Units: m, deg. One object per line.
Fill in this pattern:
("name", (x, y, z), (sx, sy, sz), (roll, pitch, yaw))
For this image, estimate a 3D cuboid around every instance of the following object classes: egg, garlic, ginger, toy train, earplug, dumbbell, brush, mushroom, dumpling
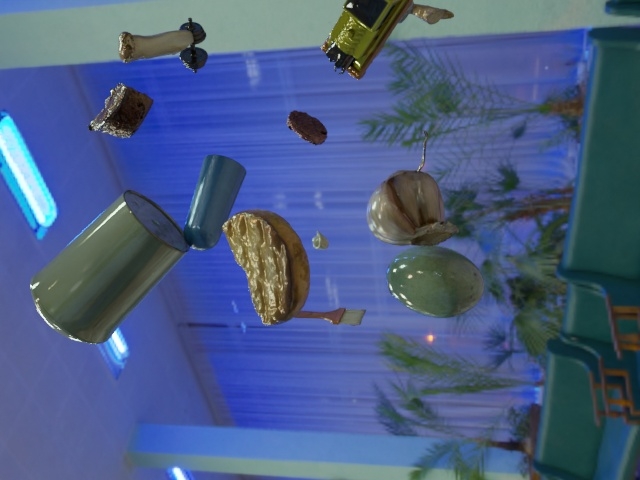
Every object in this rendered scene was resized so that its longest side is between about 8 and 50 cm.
("egg", (0.268, 0.096, 1.520), (0.169, 0.236, 0.169), (-28, -55, -49))
("garlic", (0.216, -0.085, 1.363), (0.257, 0.207, 0.207), (-60, 3, 26))
("ginger", (0.192, -0.399, 1.138), (0.048, 0.097, 0.030), (-105, 24, -63))
("toy train", (0.070, -0.346, 1.016), (0.219, 0.089, 0.127), (-51, -2, 37))
("earplug", (-0.314, -0.098, 1.855), (0.132, 0.132, 0.273), (67, -145, -63))
("dumbbell", (-0.432, -0.656, 2.175), (0.209, 0.099, 0.099), (96, -177, -50))
("brush", (-0.022, 0.226, 1.958), (0.090, 0.314, 0.017), (-54, -39, -63))
("mushroom", (-0.463, -0.553, 1.807), (0.071, 0.209, 0.084), (-167, 64, -67))
("dumpling", (0.002, 0.000, 1.992), (0.076, 0.052, 0.057), (16, -104, -53))

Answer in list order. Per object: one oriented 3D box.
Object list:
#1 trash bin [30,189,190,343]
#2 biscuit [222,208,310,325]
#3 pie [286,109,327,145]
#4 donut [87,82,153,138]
("trash bin", (-0.608, 0.090, 1.839), (0.280, 0.432, 0.280), (45, -171, -9))
("biscuit", (-0.111, 0.054, 1.466), (0.091, 0.213, 0.274), (-15, -94, -46))
("pie", (-0.044, -0.374, 2.133), (0.038, 0.153, 0.154), (-54, 11, 34))
("donut", (-0.588, -0.373, 1.911), (0.187, 0.126, 0.144), (-61, 35, 12))
